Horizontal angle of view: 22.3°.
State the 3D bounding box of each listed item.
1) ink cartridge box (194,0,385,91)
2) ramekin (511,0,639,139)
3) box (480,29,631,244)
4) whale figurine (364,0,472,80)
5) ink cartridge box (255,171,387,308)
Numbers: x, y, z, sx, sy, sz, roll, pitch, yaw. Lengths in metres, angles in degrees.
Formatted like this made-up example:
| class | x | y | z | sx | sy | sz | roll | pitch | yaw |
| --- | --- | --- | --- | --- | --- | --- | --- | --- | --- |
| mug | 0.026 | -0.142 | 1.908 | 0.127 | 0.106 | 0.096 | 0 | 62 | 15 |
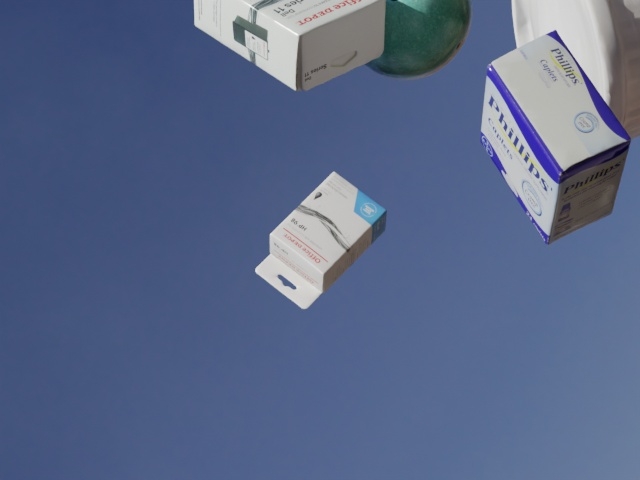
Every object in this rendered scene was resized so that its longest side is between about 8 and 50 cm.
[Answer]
| class | x | y | z | sx | sy | sz | roll | pitch | yaw |
| --- | --- | --- | --- | --- | --- | --- | --- | --- | --- |
| ink cartridge box | -0.039 | -0.289 | 2.052 | 0.153 | 0.208 | 0.087 | -29 | -42 | -33 |
| ramekin | 0.324 | -0.236 | 1.850 | 0.127 | 0.273 | 0.273 | -14 | -35 | -11 |
| box | 0.199 | -0.087 | 1.402 | 0.072 | 0.126 | 0.137 | -25 | -25 | -10 |
| whale figurine | 0.069 | -0.331 | 2.143 | 0.216 | 0.272 | 0.141 | -55 | -14 | 0 |
| ink cartridge box | 0.000 | 0.000 | 2.331 | 0.180 | 0.104 | 0.060 | -46 | -19 | -23 |
